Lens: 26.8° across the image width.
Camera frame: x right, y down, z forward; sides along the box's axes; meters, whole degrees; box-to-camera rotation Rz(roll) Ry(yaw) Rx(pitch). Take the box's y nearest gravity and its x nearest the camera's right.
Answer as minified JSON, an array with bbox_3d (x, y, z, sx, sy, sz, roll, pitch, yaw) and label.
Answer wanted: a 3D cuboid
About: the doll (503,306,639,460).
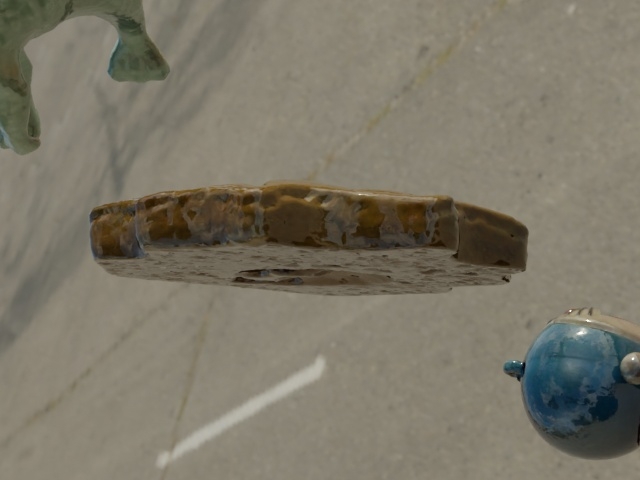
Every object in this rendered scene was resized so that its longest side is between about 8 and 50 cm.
[{"bbox_3d":[0.177,0.086,0.760,0.114,0.152,0.085,59,-136,-60],"label":"doll"}]

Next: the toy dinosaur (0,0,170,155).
[{"bbox_3d":[-0.134,-0.139,0.702,0.393,0.092,0.205,-56,-18,-19],"label":"toy dinosaur"}]

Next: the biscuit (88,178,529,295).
[{"bbox_3d":[0.000,-0.003,0.581,0.215,0.182,0.034,-12,74,63],"label":"biscuit"}]
